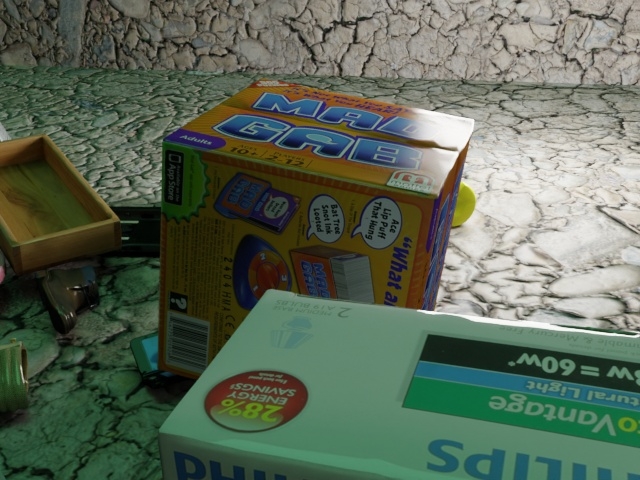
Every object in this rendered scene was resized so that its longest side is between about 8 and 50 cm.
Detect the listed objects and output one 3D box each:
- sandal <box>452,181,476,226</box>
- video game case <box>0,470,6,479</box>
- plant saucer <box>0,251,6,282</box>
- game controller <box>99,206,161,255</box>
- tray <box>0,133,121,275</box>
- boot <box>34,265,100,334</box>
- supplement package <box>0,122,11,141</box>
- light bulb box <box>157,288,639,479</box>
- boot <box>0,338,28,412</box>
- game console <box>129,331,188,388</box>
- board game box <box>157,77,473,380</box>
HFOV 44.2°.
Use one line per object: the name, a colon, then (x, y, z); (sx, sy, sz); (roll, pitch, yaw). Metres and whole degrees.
sandal: (0.179, -0.135, 1.709); (0.317, 0.126, 0.138); (33, 2, -16)
video game case: (-0.439, 0.334, 0.789); (0.285, 0.025, 0.204); (-27, 71, -42)
plant saucer: (-0.726, 0.096, 1.394); (0.332, 0.084, 0.332); (-3, 23, 1)
game controller: (-0.416, -0.019, 1.679); (0.319, 0.067, 0.166); (0, 39, 6)
tray: (-0.582, -0.085, 1.595); (0.202, 0.076, 0.411); (-17, 39, -32)
boot: (-0.434, 0.093, 1.390); (0.106, 0.082, 0.219); (-17, 26, -23)
supplement package: (-0.819, -0.196, 1.832); (0.194, 0.203, 0.149); (-31, 25, -8)
light bulb box: (0.090, 0.260, 0.643); (0.357, 0.361, 0.225); (6, 26, 16)
boot: (-0.544, 0.187, 1.172); (0.203, 0.095, 0.262); (-13, 28, -22)
game console: (-0.216, 0.172, 1.202); (0.122, 0.071, 0.107); (-15, 3, -25)
board game box: (0.000, 0.000, 1.172); (0.356, 0.357, 0.356); (14, 27, 13)
